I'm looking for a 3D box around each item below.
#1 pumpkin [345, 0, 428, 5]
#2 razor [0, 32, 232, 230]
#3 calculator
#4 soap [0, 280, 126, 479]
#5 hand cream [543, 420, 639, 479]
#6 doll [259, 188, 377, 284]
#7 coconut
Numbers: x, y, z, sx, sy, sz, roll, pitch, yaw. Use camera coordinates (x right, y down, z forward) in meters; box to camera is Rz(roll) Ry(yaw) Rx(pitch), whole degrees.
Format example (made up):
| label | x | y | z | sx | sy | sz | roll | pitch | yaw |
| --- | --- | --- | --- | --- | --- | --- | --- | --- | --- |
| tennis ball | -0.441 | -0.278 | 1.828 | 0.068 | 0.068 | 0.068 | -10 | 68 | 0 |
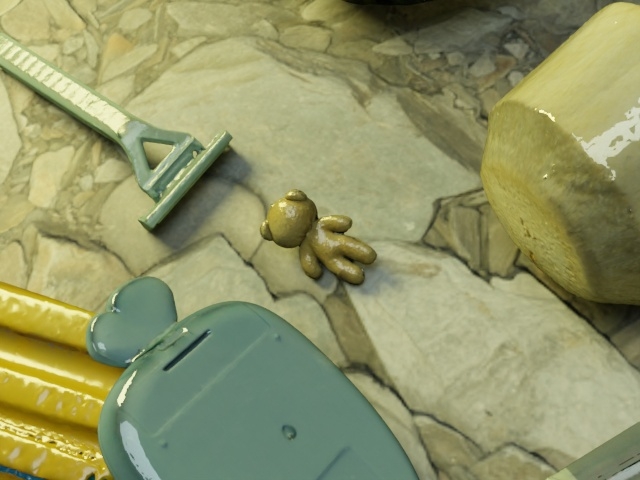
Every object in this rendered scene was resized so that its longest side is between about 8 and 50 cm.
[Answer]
| label | x | y | z | sx | sy | sz | roll | pitch | yaw |
| --- | --- | --- | --- | --- | --- | --- | --- | --- | --- |
| pumpkin | 0.064 | -0.351 | 0.944 | 0.300 | 0.207 | 0.300 | -3 | 77 | 15 |
| razor | -0.217 | -0.123 | 0.965 | 0.278 | 0.056 | 0.111 | 34 | 76 | 23 |
| calculator | -0.046 | 0.144 | 0.743 | 0.303 | 0.042 | 0.188 | 45 | 50 | 3 |
| soap | -0.274 | 0.136 | 0.826 | 0.324 | 0.096 | 0.204 | 14 | 68 | 17 |
| hand cream | 0.277 | 0.138 | 0.749 | 0.255 | 0.048 | 0.079 | -27 | 67 | -6 |
| doll | -0.003 | 0.001 | 0.867 | 0.093 | 0.051 | 0.061 | 39 | 105 | 28 |
| coconut | 0.238 | -0.070 | 0.775 | 0.222 | 0.202 | 0.202 | -37 | 63 | -5 |
